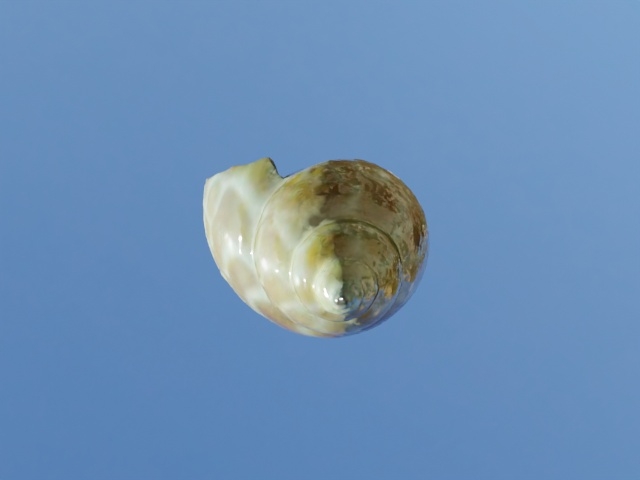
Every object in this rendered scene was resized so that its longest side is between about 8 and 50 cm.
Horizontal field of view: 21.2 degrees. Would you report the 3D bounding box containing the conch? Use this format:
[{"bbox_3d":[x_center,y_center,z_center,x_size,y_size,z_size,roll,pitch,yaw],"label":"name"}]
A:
[{"bbox_3d":[-0.001,0.007,0.956,0.116,0.173,0.106,43,-115,-41],"label":"conch"}]
